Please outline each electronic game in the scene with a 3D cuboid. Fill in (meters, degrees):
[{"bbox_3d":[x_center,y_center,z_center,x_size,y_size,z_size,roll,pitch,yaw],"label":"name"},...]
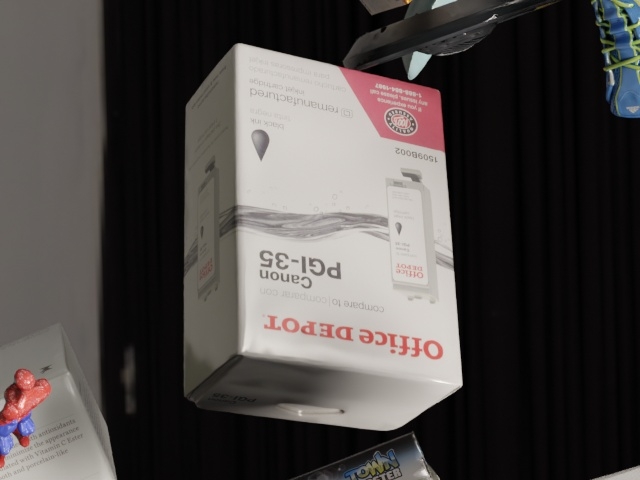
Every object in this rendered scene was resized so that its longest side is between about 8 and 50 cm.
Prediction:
[{"bbox_3d":[0.131,-0.208,1.358,0.229,0.048,0.229,-19,-174,2],"label":"electronic game"}]

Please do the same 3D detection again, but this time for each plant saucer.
[{"bbox_3d":[0.142,-0.300,1.763,0.037,0.195,0.195,27,-176,8],"label":"plant saucer"}]

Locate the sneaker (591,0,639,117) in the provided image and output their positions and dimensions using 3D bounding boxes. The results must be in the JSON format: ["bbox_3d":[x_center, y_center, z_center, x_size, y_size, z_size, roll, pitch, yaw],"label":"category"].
[{"bbox_3d":[0.275,-0.179,1.171,0.091,0.126,0.240,-4,163,25],"label":"sneaker"}]

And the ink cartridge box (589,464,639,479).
[{"bbox_3d":[0.169,0.309,0.819,0.198,0.270,0.197,-14,145,-12],"label":"ink cartridge box"}]

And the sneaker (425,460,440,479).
[{"bbox_3d":[0.039,0.324,1.524,0.130,0.147,0.330,-8,140,-25],"label":"sneaker"}]

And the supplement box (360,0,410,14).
[{"bbox_3d":[0.073,-0.239,1.244,0.062,0.036,0.098,-42,-166,-10],"label":"supplement box"}]

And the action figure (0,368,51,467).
[{"bbox_3d":[-0.186,0.104,0.839,0.038,0.030,0.115,-35,171,-32],"label":"action figure"}]

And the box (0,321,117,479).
[{"bbox_3d":[-0.284,0.174,1.205,0.181,0.119,0.182,-22,-166,-7],"label":"box"}]

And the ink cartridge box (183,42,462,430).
[{"bbox_3d":[0.000,0.000,1.164,0.207,0.283,0.117,10,152,-25],"label":"ink cartridge box"}]

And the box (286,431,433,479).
[{"bbox_3d":[-0.009,0.224,0.967,0.207,0.114,0.036,-20,162,-2],"label":"box"}]
